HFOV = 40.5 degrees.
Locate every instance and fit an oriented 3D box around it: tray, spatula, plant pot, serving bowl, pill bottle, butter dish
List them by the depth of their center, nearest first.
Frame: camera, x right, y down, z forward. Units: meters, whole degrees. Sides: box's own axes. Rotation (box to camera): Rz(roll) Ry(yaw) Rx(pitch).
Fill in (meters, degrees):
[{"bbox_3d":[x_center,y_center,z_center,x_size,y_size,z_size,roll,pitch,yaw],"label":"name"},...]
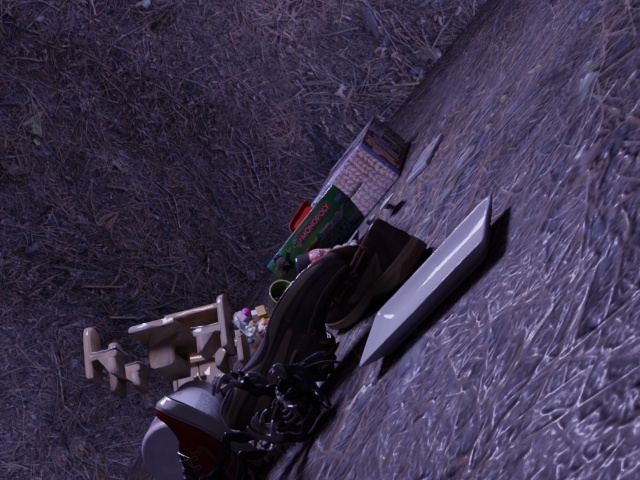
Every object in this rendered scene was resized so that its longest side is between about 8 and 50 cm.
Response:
[{"bbox_3d":[0.153,0.064,1.202,0.270,0.030,0.145,-50,5,31],"label":"tray"},{"bbox_3d":[0.106,0.000,1.984,0.083,0.027,0.083,-52,-2,-3],"label":"serving bowl"},{"bbox_3d":[0.115,-0.044,2.082,0.168,0.019,0.242,-53,-2,1],"label":"spatula"},{"bbox_3d":[-0.319,0.450,2.089,0.160,0.160,0.283,-52,5,13],"label":"pill bottle"},{"bbox_3d":[-0.119,0.174,2.624,0.083,0.083,0.079,-57,-6,-33],"label":"plant pot"},{"bbox_3d":[0.001,-0.040,2.687,0.118,0.160,0.160,-19,27,37],"label":"butter dish"}]

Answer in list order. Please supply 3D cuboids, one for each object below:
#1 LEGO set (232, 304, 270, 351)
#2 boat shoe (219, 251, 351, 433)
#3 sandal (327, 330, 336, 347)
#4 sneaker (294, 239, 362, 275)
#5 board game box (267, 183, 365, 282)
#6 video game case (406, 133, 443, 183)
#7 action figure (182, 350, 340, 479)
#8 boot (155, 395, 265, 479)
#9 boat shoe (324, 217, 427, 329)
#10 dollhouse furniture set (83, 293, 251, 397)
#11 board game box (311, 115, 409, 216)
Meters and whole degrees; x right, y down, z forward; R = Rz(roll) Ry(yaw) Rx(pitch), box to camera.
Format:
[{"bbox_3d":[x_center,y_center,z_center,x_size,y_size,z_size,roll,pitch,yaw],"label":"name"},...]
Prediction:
[{"bbox_3d":[-0.125,0.211,2.219,0.107,0.132,0.287,-41,-5,7],"label":"LEGO set"},{"bbox_3d":[-0.032,0.188,1.461,0.355,0.130,0.132,-61,-15,12],"label":"boat shoe"},{"bbox_3d":[-0.030,0.220,1.667,0.219,0.060,0.090,-22,35,52],"label":"sandal"},{"bbox_3d":[0.049,0.077,1.760,0.145,0.090,0.270,-15,-21,7],"label":"sneaker"},{"bbox_3d":[0.000,0.000,1.868,0.213,0.046,0.317,-51,-11,1],"label":"board game box"},{"bbox_3d":[0.252,-0.198,2.098,0.087,0.011,0.122,-47,9,49],"label":"video game case"},{"bbox_3d":[-0.088,0.270,1.308,0.275,0.141,0.164,-56,37,-6],"label":"action figure"},{"bbox_3d":[-0.208,0.369,1.397,0.088,0.244,0.176,17,67,48],"label":"boot"},{"bbox_3d":[0.059,0.055,1.545,0.123,0.123,0.342,-56,5,-29],"label":"boat shoe"},{"bbox_3d":[-0.370,0.252,2.278,0.362,0.256,0.394,-15,-26,8],"label":"dollhouse furniture set"},{"bbox_3d":[0.119,-0.191,2.491,0.232,0.141,0.291,-51,6,27],"label":"board game box"}]
